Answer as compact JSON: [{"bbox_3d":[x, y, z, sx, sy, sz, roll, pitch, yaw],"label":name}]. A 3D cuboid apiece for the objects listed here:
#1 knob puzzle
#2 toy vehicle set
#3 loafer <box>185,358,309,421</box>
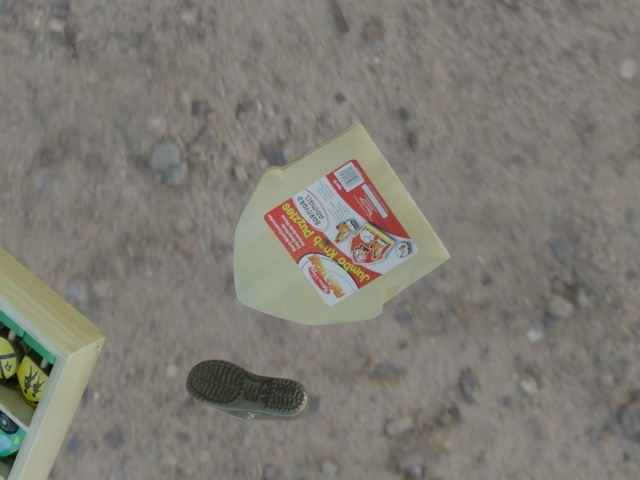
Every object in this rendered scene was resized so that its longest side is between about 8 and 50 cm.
[{"bbox_3d":[0.000,0.000,1.575,0.213,0.030,0.213,-3,116,-6],"label":"knob puzzle"},{"bbox_3d":[-0.261,0.046,1.010,0.267,0.035,0.166,37,123,18],"label":"toy vehicle set"},{"bbox_3d":[-0.077,0.169,1.764,0.148,0.056,0.050,14,155,26],"label":"loafer"}]
